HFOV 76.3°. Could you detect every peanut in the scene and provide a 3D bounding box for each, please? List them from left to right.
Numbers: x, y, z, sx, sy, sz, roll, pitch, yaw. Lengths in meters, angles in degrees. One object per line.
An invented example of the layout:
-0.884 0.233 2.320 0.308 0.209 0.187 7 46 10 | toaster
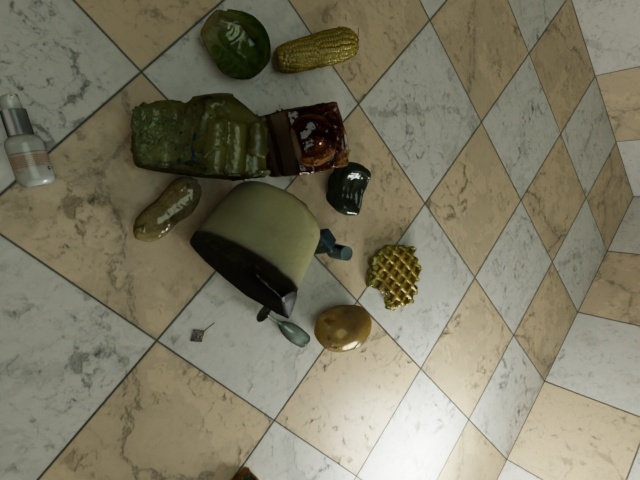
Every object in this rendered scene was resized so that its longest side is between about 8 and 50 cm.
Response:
-0.393 -0.078 1.055 0.214 0.099 0.099 -50 120 -19 | peanut

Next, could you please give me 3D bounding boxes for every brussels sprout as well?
-0.222 -0.531 1.095 0.162 0.143 0.181 -35 133 12 | brussels sprout

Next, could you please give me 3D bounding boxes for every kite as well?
-0.347 0.263 1.183 0.044 0.002 0.078 41 74 -31 | kite

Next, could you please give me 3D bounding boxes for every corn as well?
-0.009 -0.583 1.252 0.305 0.106 0.106 -29 111 -28 | corn

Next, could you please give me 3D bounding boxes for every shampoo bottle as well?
-0.644 -0.213 0.881 0.074 0.074 0.192 -21 105 -31 | shampoo bottle

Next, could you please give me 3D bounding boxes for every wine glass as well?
-0.114 0.282 1.309 0.198 0.066 0.066 44 72 -31 | wine glass

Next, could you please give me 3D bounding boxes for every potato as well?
0.086 0.308 1.411 0.234 0.146 0.150 -2 127 -35 | potato

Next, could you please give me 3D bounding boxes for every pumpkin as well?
-0.239 0.772 1.287 0.083 0.054 0.074 -42 112 -18 | pumpkin

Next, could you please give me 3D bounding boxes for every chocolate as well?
-0.142 -0.005 1.098 0.297 0.326 0.314 -51 164 -17 | chocolate

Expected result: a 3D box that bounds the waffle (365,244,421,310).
0.288 0.143 1.573 0.291 0.051 0.291 -2 94 -34 | waffle

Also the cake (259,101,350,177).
-0.038 -0.291 1.156 0.199 0.293 0.196 -19 106 -27 | cake

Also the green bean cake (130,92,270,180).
-0.291 -0.254 0.974 0.285 0.310 0.202 0 98 -37 | green bean cake

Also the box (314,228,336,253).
0.000 0.000 1.335 0.074 0.099 0.054 52 52 -28 | box

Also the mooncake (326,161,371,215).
0.092 -0.170 1.334 0.104 0.168 0.175 5 78 -33 | mooncake

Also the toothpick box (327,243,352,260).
0.065 0.039 1.387 0.052 0.083 0.052 -5 98 -34 | toothpick box
